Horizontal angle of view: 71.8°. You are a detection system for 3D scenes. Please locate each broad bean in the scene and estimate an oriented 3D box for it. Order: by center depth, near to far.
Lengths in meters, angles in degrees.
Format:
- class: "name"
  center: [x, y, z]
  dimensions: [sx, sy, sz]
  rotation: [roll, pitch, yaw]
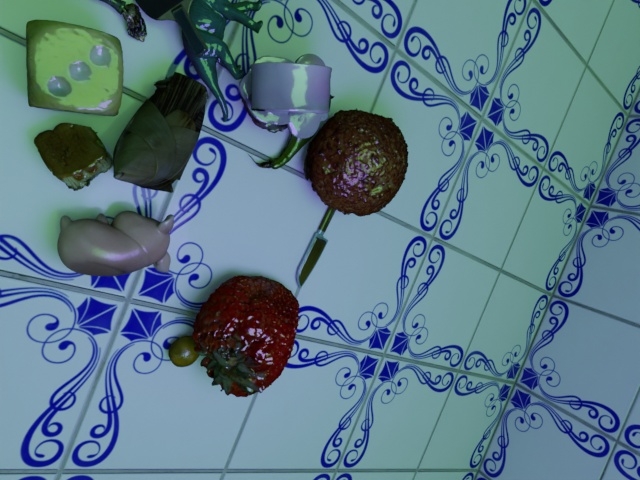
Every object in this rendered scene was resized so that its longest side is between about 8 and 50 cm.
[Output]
- class: "broad bean"
  center: [-0.065, -0.316, 1.286]
  dimensions: [0.318, 0.056, 0.098]
  rotation: [-46, 137, -13]

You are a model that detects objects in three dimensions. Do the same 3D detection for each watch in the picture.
- class: "watch"
  center: [-0.055, -0.349, 1.065]
  dimensions: [0.248, 0.217, 0.211]
  rotation: [-4, 108, -26]

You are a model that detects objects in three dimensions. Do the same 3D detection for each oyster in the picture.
- class: "oyster"
  center: [-0.424, -0.500, 1.019]
  dimensions: [0.054, 0.019, 0.083]
  rotation: [-51, 153, -34]

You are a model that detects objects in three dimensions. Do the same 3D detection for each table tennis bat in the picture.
- class: "table tennis bat"
  center: [-0.339, -0.552, 1.004]
  dimensions: [0.154, 0.021, 0.274]
  rotation: [-27, 101, 12]

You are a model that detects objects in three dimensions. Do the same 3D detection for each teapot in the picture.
- class: "teapot"
  center: [-0.483, -0.543, 0.971]
  dimensions: [0.110, 0.043, 0.043]
  rotation: [24, 90, -37]

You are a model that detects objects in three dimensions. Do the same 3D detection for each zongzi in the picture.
- class: "zongzi"
  center: [-0.351, -0.250, 0.977]
  dimensions: [0.154, 0.317, 0.289]
  rotation: [23, 91, -16]

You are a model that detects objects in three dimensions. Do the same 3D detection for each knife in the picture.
- class: "knife"
  center: [0.001, 0.000, 1.442]
  dimensions: [0.061, 0.027, 0.343]
  rotation: [28, 88, -39]

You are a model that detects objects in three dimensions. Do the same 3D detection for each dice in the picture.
- class: "dice"
  center: [-0.515, -0.353, 0.926]
  dimensions: [0.169, 0.169, 0.166]
  rotation: [-2, 104, -32]

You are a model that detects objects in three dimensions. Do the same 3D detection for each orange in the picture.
- class: "orange"
  center: [-0.383, 0.312, 1.253]
  dimensions: [0.095, 0.085, 0.085]
  rotation: [-45, 123, -21]

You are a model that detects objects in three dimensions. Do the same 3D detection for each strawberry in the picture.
- class: "strawberry"
  center: [-0.186, 0.246, 1.272]
  dimensions: [0.351, 0.267, 0.312]
  rotation: [-39, 118, -46]

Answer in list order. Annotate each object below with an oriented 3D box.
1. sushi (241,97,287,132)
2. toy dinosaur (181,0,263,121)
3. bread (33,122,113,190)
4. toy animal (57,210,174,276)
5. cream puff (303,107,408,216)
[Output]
- class: "sushi"
  center: [-0.107, -0.411, 1.204]
  dimensions: [0.241, 0.107, 0.161]
  rotation: [-42, 124, -9]
- class: "toy dinosaur"
  center: [-0.323, -0.529, 1.058]
  dimensions: [0.331, 0.129, 0.383]
  rotation: [17, 95, -24]
- class: "bread"
  center: [-0.543, -0.194, 0.981]
  dimensions: [0.128, 0.069, 0.140]
  rotation: [-36, 77, -14]
- class: "toy animal"
  center: [-0.484, 0.008, 1.056]
  dimensions: [0.250, 0.154, 0.166]
  rotation: [-9, 151, -31]
- class: "cream puff"
  center: [0.132, -0.233, 1.332]
  dimensions: [0.350, 0.228, 0.350]
  rotation: [-7, 101, -36]
